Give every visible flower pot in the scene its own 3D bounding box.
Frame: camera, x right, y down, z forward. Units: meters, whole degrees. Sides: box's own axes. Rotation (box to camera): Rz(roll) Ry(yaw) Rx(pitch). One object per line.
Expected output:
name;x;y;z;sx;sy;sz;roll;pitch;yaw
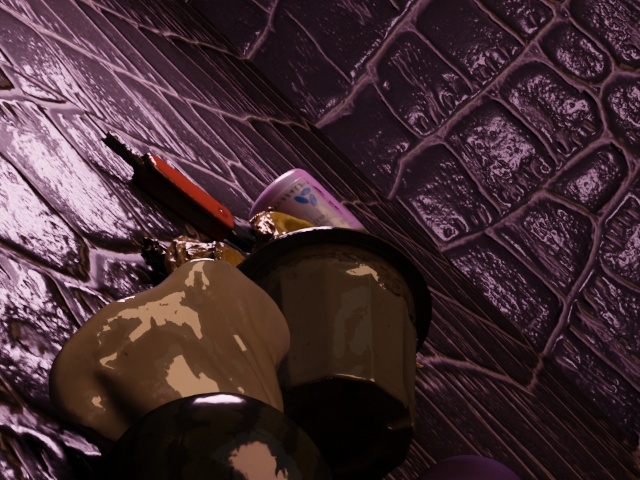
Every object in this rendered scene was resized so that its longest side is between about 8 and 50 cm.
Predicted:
flower pot;0.014;0.160;1.529;0.290;0.290;0.259;36;25;-25

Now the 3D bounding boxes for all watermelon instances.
watermelon;-0.087;0.228;1.009;0.212;0.212;0.212;39;12;-10

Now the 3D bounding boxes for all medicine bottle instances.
medicine bottle;0.000;0.000;2.274;0.254;0.152;0.152;45;12;16

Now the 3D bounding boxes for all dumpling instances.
dumpling;-0.113;0.136;1.211;0.187;0.243;0.318;13;-18;32

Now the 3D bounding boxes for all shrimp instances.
shrimp;-0.216;0.033;1.762;0.091;0.034;0.161;39;1;41

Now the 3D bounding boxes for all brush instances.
brush;-0.236;-0.076;2.052;0.323;0.051;0.070;39;18;-25

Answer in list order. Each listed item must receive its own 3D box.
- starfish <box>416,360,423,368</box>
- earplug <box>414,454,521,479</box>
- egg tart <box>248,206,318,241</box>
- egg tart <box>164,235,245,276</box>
starfish;0.131;0.181;2.313;0.176;0.053;0.208;48;15;-21
earplug;0.153;0.353;1.380;0.215;0.215;0.456;43;8;9
egg tart;-0.004;0.076;2.049;0.315;0.120;0.315;36;15;-11
egg tart;-0.133;0.067;1.712;0.191;0.074;0.191;50;16;-21
